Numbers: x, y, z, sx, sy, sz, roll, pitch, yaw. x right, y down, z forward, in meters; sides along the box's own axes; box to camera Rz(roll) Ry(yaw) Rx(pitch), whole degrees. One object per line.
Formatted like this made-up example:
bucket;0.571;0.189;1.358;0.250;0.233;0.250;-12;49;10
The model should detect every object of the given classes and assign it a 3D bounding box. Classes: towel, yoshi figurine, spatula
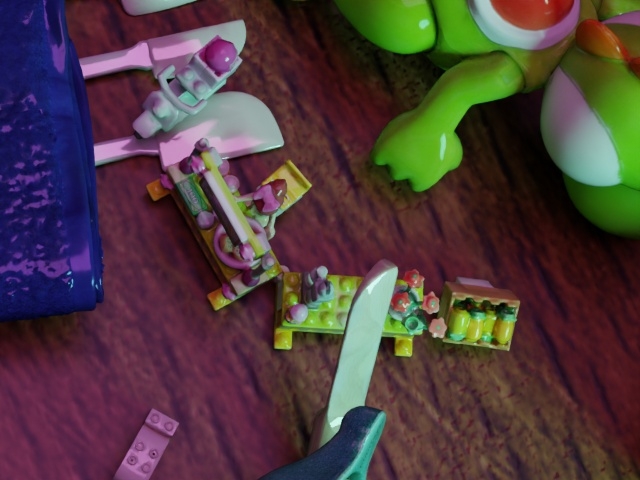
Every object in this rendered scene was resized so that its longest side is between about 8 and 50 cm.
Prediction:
towel;-0.290;-0.045;0.900;0.308;0.076;0.228;-6;70;-9
yoshi figurine;0.141;-0.117;1.006;0.362;0.203;0.203;41;28;15
spatula;-0.159;-0.114;0.988;0.242;0.019;0.168;-14;84;-16

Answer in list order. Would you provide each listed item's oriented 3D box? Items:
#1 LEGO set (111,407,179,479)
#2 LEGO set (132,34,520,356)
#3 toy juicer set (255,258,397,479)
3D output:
LEGO set;-0.112;0.206;0.864;0.087;0.093;0.227;29;70;-3
LEGO set;0.000;0.000;0.938;0.287;0.107;0.132;39;74;-3
toy juicer set;-0.014;0.196;0.836;0.089;0.209;0.329;23;57;15
